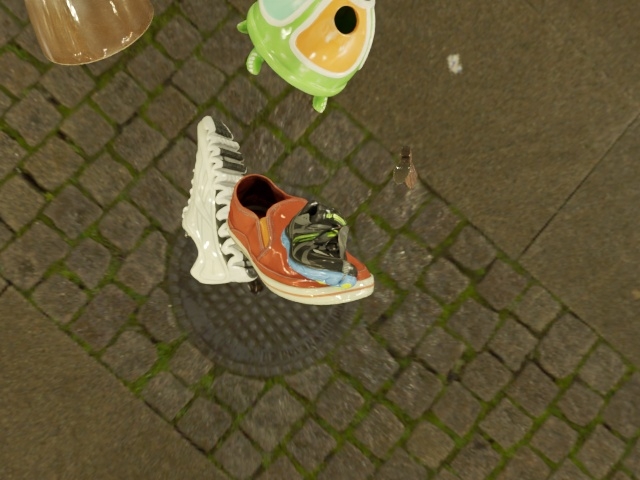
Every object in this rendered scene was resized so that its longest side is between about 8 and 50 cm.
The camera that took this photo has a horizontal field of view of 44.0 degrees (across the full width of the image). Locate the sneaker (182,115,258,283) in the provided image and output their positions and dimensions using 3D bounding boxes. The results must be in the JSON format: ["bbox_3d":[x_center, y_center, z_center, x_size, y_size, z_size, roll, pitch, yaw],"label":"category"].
[{"bbox_3d":[-0.184,-0.067,1.334,0.118,0.110,0.292,-13,79,20],"label":"sneaker"}]

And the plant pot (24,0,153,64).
[{"bbox_3d":[-0.430,-0.459,1.354,0.215,0.230,0.215,-8,49,9],"label":"plant pot"}]

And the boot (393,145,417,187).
[{"bbox_3d":[0.201,-0.148,1.845,0.037,0.114,0.106,9,63,18],"label":"boot"}]

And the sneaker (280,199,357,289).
[{"bbox_3d":[0.000,0.000,0.933,0.067,0.188,0.078,24,104,-22],"label":"sneaker"}]

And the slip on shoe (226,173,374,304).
[{"bbox_3d":[-0.041,-0.004,1.103,0.123,0.331,0.101,-13,120,-26],"label":"slip on shoe"}]

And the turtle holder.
[{"bbox_3d":[-0.003,-0.435,1.553,0.243,0.320,0.227,37,124,-10],"label":"turtle holder"}]
